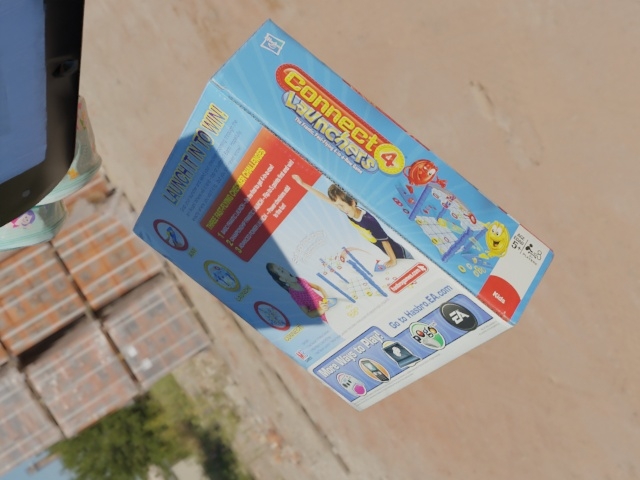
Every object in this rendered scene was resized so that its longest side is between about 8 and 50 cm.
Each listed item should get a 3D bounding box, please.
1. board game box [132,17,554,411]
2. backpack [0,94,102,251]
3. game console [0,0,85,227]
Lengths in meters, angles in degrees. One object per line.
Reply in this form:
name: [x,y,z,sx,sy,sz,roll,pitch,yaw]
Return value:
board game box: [0.000,0.000,0.892,0.302,0.086,0.308,39,149,-3]
backpack: [-0.387,-0.086,1.159,0.225,0.254,0.191,-112,5,-73]
game console: [-0.288,-0.045,0.563,0.060,0.342,0.386,47,153,8]
